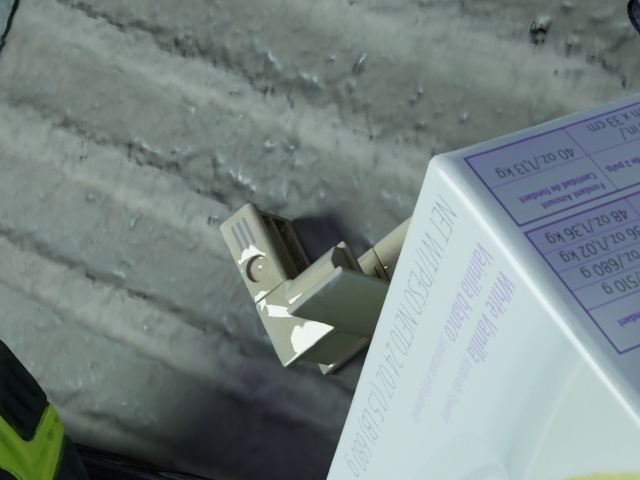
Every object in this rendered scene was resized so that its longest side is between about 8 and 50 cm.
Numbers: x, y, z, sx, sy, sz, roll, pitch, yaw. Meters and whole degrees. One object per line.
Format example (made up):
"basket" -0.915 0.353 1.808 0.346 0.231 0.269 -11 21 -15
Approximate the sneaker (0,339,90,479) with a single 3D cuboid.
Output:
"sneaker" -0.113 0.202 0.687 0.385 0.145 0.147 58 135 32

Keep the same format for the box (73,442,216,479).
"box" -0.105 0.200 0.782 0.270 0.060 0.216 9 86 37

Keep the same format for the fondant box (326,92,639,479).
"fondant box" 0.128 0.153 0.529 0.330 0.096 0.238 54 148 30

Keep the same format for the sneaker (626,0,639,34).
"sneaker" 0.183 -0.003 0.539 0.268 0.101 0.153 22 126 49

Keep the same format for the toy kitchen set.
"toy kitchen set" 0.000 0.000 0.743 0.083 0.068 0.075 -39 60 23
